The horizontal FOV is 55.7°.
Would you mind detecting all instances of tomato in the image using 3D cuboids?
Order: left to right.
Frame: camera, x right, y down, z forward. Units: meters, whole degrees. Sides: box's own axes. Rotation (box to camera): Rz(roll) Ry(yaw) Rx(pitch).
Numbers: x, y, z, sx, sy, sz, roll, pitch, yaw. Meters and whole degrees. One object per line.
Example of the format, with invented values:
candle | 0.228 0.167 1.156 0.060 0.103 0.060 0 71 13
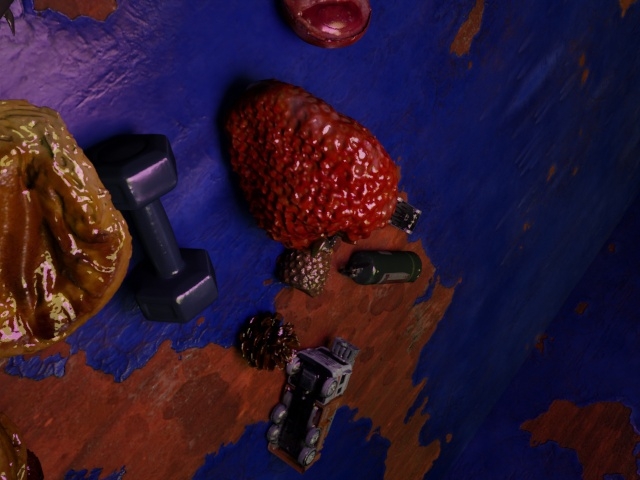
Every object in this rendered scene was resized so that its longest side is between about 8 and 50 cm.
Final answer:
tomato | 0.000 -0.438 1.139 0.173 0.099 0.189 -20 85 -23

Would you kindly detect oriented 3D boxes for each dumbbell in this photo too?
dumbbell | -0.278 -0.015 1.017 0.144 0.160 0.324 -17 127 -8

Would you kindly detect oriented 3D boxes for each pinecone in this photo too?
pinecone | -0.109 0.226 1.351 0.140 0.121 0.140 -25 123 -46

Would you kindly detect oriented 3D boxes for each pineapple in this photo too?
pineapple | 0.000 0.000 1.349 0.125 0.125 0.251 22 91 -51

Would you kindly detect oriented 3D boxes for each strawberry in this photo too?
strawberry | -0.019 -0.152 1.135 0.351 0.312 0.267 55 46 -28

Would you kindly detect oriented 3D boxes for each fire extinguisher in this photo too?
fire extinguisher | 0.146 0.073 1.568 0.294 0.118 0.093 1 74 -48

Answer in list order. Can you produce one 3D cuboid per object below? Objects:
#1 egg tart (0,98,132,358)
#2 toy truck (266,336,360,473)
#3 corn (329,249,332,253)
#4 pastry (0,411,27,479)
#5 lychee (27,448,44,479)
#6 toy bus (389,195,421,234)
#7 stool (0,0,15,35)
egg tart | -0.444 0.000 0.832 0.340 0.153 0.351 -39 129 -13
toy truck | -0.008 0.402 1.551 0.184 0.133 0.338 -8 119 -56
corn | 0.006 0.007 1.428 0.027 0.028 0.083 -37 138 1
pastry | -0.553 0.341 0.860 0.235 0.132 0.239 -14 89 -16
lychee | -0.521 0.402 0.997 0.123 0.123 0.129 -14 129 -43
toy bus | 0.191 -0.071 1.553 0.167 0.076 0.073 25 92 -53
stool | -0.468 -0.297 0.677 0.228 0.153 0.139 35 85 -7
